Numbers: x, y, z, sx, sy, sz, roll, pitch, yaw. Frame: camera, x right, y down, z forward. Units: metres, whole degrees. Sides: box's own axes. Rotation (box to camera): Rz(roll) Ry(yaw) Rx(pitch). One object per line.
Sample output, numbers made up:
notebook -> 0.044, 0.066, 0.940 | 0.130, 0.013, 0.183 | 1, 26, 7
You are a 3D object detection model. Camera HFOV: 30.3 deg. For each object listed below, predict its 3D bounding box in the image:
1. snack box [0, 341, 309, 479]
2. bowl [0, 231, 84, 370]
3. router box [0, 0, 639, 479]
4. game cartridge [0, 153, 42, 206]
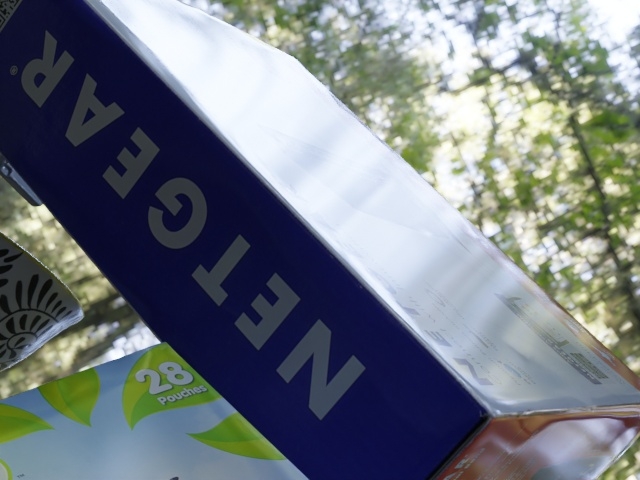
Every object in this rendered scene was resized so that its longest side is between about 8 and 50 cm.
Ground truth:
snack box -> -0.072, 0.125, 0.285 | 0.174, 0.207, 0.070 | 39, -54, 31
bowl -> -0.222, 0.029, 0.643 | 0.170, 0.080, 0.170 | 27, -19, 10
router box -> 0.000, 0.000, 0.617 | 0.335, 0.301, 0.082 | 45, -76, 23
game cartridge -> -0.213, -0.071, 0.907 | 0.017, 0.083, 0.056 | 1, -34, 34
